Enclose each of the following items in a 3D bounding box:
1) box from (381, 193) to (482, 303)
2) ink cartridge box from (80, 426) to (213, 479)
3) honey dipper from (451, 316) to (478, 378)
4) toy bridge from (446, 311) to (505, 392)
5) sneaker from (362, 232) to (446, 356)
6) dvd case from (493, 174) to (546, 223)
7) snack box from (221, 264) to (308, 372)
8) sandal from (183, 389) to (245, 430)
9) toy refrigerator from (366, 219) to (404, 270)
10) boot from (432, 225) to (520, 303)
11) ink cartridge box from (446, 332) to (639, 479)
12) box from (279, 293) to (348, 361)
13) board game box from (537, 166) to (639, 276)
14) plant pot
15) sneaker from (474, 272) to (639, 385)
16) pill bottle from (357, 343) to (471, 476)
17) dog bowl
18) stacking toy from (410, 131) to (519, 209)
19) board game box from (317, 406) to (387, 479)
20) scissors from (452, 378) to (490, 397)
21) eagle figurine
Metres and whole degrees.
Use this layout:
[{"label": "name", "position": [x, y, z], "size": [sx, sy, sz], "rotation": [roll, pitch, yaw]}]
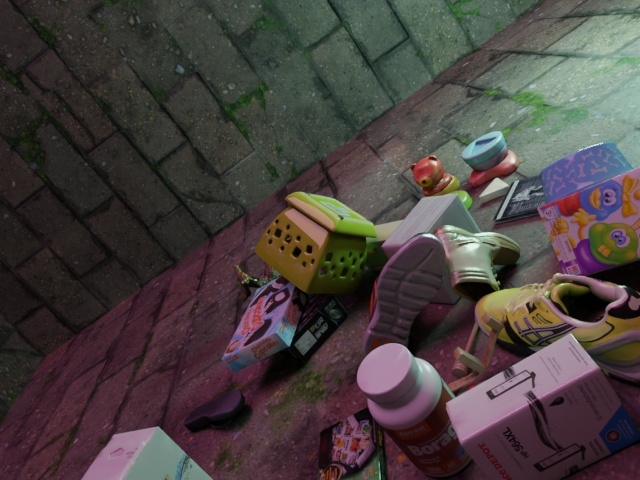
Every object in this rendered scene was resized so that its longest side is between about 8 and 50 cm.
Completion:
[{"label": "box", "position": [0.270, 0.020, 1.315], "size": [0.182, 0.181, 0.119], "rotation": [-47, 23, -26]}, {"label": "ink cartridge box", "position": [-0.348, 0.523, 1.157], "size": [0.171, 0.232, 0.168], "rotation": [-23, 23, 36]}, {"label": "honey dipper", "position": [0.289, 0.198, 1.103], "size": [0.030, 0.030, 0.160], "rotation": [-20, 24, 41]}, {"label": "toy bridge", "position": [0.262, 0.210, 0.999], "size": [0.188, 0.063, 0.026], "rotation": [-54, 16, 14]}, {"label": "sneaker", "position": [0.166, 0.096, 1.229], "size": [0.180, 0.124, 0.321], "rotation": [-79, 10, -62]}, {"label": "dvd case", "position": [0.545, -0.116, 1.396], "size": [0.221, 0.018, 0.164], "rotation": [-14, 31, 47]}, {"label": "snack box", "position": [-0.133, 0.203, 1.547], "size": [0.187, 0.060, 0.322], "rotation": [-30, 19, 25]}, {"label": "sandal", "position": [-0.265, 0.448, 1.483], "size": [0.254, 0.054, 0.097], "rotation": [-31, 10, 46]}, {"label": "toy refrigerator", "position": [0.218, 0.012, 1.547], "size": [0.269, 0.102, 0.094], "rotation": [-10, 33, 52]}, {"label": "boot", "position": [0.341, 0.056, 1.182], "size": [0.165, 0.213, 0.077], "rotation": [-101, 29, -46]}, {"label": "ink cartridge box", "position": [0.301, 0.248, 0.785], "size": [0.203, 0.148, 0.086], "rotation": [-34, 21, 11]}, {"label": "box", "position": [-0.038, 0.226, 1.537], "size": [0.180, 0.077, 0.147], "rotation": [-45, 20, -22]}, {"label": "board game box", "position": [0.540, -0.044, 0.967], "size": [0.275, 0.142, 0.144], "rotation": [-25, -12, 31]}, {"label": "plant pot", "position": [0.000, 0.000, 1.531], "size": [0.228, 0.227, 0.207], "rotation": [36, 108, 35]}, {"label": "sneaker", "position": [0.394, 0.111, 0.941], "size": [0.145, 0.147, 0.385], "rotation": [-47, 19, -20]}, {"label": "pill bottle", "position": [0.149, 0.262, 0.892], "size": [0.121, 0.216, 0.121], "rotation": [-28, 30, 18]}, {"label": "dog bowl", "position": [0.519, -0.120, 1.132], "size": [0.166, 0.074, 0.297], "rotation": [-24, -12, 22]}, {"label": "stacking toy", "position": [0.403, -0.194, 1.656], "size": [0.309, 0.130, 0.279], "rotation": [-28, 21, 26]}, {"label": "board game box", "position": [0.054, 0.414, 1.020], "size": [0.136, 0.030, 0.259], "rotation": [-29, 20, 15]}, {"label": "scissors", "position": [0.254, 0.265, 1.021], "size": [0.297, 0.021, 0.109], "rotation": [-34, 19, 12]}, {"label": "eagle figurine", "position": [-0.120, 0.105, 1.873], "size": [0.298, 0.225, 0.226], "rotation": [-11, 59, -14]}]
